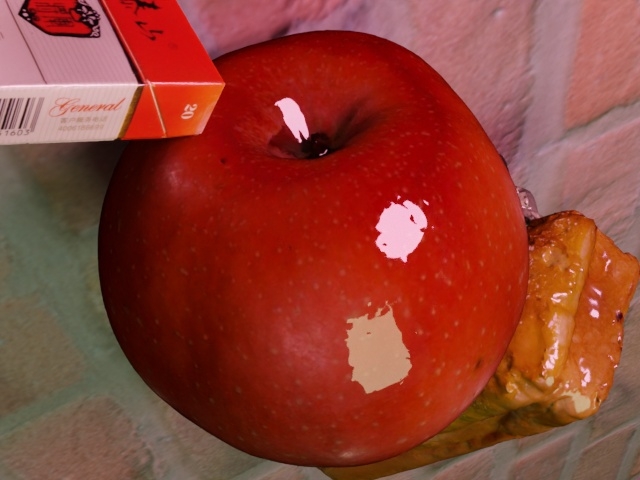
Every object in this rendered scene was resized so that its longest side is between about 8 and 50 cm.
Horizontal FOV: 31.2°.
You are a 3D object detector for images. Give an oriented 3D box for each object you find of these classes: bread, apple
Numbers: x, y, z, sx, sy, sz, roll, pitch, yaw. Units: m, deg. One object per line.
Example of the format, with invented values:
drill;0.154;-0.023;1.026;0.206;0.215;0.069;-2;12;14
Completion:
bread;0.106;0.098;1.001;0.109;0.185;0.380;31;147;-19
apple;0.000;0.000;0.696;0.260;0.260;0.216;-22;138;-15

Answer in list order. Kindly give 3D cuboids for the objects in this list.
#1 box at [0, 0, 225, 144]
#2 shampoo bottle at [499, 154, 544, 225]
box;-0.137;-0.097;0.571;0.152;0.100;0.048;-9;148;-34
shampoo bottle;0.118;-0.041;0.939;0.057;0.063;0.207;-35;153;30
